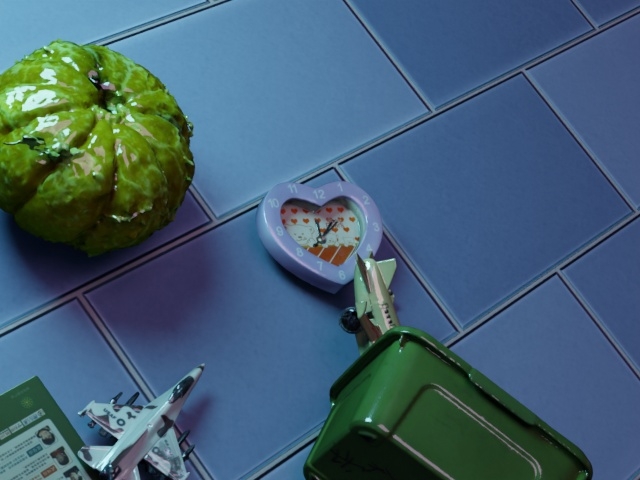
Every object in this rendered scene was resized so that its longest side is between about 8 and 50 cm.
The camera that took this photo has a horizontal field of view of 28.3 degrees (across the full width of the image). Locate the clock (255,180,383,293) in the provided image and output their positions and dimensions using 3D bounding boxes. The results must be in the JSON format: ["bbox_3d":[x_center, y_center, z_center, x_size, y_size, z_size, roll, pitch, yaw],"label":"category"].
[{"bbox_3d":[0.000,0.000,1.870,0.198,0.064,0.172,-4,67,-29],"label":"clock"}]

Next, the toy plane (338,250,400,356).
[{"bbox_3d":[0.082,0.135,1.789,0.092,0.229,0.244,-7,88,13],"label":"toy plane"}]

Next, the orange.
[{"bbox_3d":[-0.317,-0.124,1.677,0.300,0.223,0.301,18,50,-32],"label":"orange"}]

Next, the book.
[{"bbox_3d":[-0.348,0.313,1.508,0.202,0.027,0.264,-30,77,-39],"label":"book"}]

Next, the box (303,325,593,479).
[{"bbox_3d":[0.154,0.295,1.643,0.328,0.253,0.178,35,48,-2],"label":"box"}]

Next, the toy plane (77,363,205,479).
[{"bbox_3d":[-0.216,0.238,1.604,0.160,0.082,0.234,36,35,6],"label":"toy plane"}]
